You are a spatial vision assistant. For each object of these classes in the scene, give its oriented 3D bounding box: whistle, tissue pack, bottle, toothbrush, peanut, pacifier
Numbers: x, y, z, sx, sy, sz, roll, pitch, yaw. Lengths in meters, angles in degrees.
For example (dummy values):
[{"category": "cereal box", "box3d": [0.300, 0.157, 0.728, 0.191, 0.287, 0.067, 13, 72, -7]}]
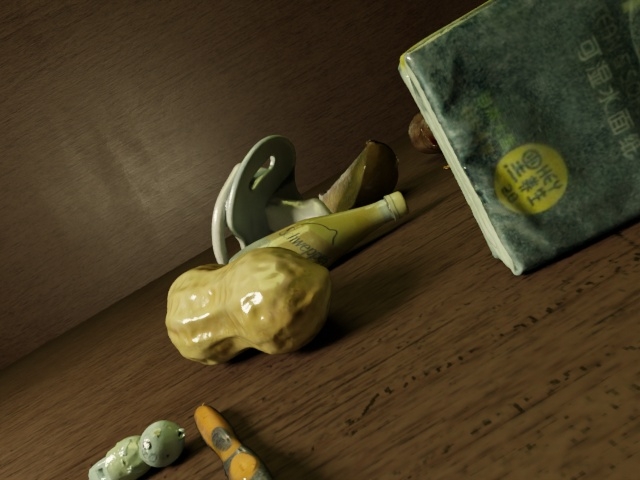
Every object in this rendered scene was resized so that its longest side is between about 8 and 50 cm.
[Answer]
[{"category": "whistle", "box3d": [-0.148, 0.174, 0.384, 0.100, 0.035, 0.035, -30, 9, 14]}, {"category": "tissue pack", "box3d": [0.211, -0.116, 0.344, 0.257, 0.185, 0.081, -29, 11, 9]}, {"category": "bottle", "box3d": [0.000, 0.000, 0.691, 0.270, 0.083, 0.083, -27, 10, 3]}, {"category": "toothbrush", "box3d": [-0.040, 0.134, 0.272, 0.023, 0.031, 0.321, -33, 10, -23]}, {"category": "peanut", "box3d": [-0.090, 0.071, 0.508, 0.275, 0.111, 0.125, -19, 19, 50]}, {"category": "pacifier", "box3d": [-0.057, -0.027, 0.796, 0.208, 0.278, 0.227, 17, 55, 19]}]

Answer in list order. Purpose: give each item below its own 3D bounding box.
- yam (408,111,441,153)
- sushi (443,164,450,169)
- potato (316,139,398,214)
[{"category": "yam", "box3d": [0.289, -0.252, 1.018, 0.131, 0.131, 0.280, -31, 9, -4]}, {"category": "sushi", "box3d": [0.225, -0.113, 0.660, 0.060, 0.061, 0.118, -5, -15, -36]}, {"category": "potato", "box3d": [0.090, -0.090, 0.959, 0.121, 0.100, 0.261, 6, -20, -19]}]
